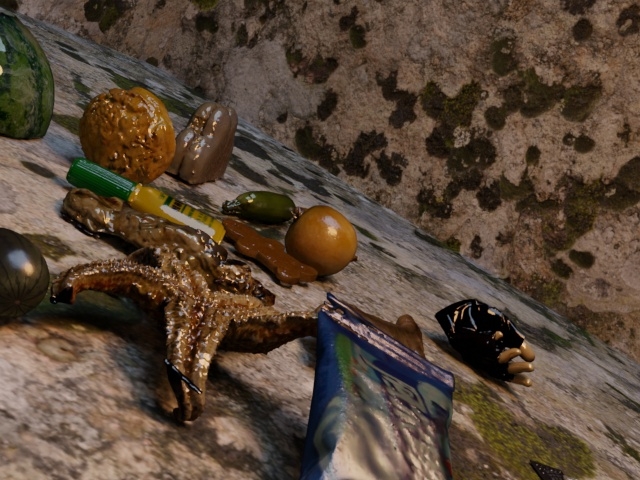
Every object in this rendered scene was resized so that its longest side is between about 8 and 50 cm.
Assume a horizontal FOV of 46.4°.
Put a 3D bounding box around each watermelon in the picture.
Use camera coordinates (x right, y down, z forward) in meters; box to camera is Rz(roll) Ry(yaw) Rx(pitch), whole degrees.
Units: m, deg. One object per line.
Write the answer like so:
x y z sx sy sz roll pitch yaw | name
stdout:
-0.307 0.028 0.714 0.111 0.078 0.078 34 12 29 | watermelon
-0.571 -0.274 1.290 0.180 0.223 0.305 -14 10 9 | watermelon

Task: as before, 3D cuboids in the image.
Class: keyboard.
0.355 0.369 1.031 0.064 0.010 0.198 24 12 -16 | keyboard

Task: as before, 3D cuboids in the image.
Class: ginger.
0.083 0.159 1.134 0.333 0.080 0.166 26 24 -51 | ginger

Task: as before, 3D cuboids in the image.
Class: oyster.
-0.216 0.005 1.093 0.345 0.078 0.128 27 2 -1 | oyster

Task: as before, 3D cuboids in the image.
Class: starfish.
-0.127 0.091 0.825 0.312 0.113 0.303 19 10 -7 | starfish

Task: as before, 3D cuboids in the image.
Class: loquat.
0.000 0.000 1.466 0.163 0.137 0.163 29 27 -17 | loquat

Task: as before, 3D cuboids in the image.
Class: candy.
0.059 0.194 0.701 0.187 0.077 0.331 34 29 -13 | candy

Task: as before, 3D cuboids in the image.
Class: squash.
-0.115 -0.074 1.690 0.318 0.080 0.071 -3 72 -69 | squash

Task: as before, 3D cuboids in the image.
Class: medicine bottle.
-0.278 -0.053 1.194 0.261 0.064 0.095 27 11 -9 | medicine bottle

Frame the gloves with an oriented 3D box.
0.335 0.207 1.453 0.165 0.124 0.203 -4 51 -31 | gloves

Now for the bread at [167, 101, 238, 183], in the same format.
-0.268 -0.235 1.752 0.102 0.183 0.337 22 10 0 | bread

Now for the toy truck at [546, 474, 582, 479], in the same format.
0.221 0.314 0.645 0.156 0.124 0.268 25 12 2 | toy truck

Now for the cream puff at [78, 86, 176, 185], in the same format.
-0.350 -0.179 1.323 0.189 0.189 0.129 33 16 18 | cream puff

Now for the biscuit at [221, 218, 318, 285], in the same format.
-0.104 0.022 1.373 0.205 0.031 0.138 36 17 21 | biscuit
